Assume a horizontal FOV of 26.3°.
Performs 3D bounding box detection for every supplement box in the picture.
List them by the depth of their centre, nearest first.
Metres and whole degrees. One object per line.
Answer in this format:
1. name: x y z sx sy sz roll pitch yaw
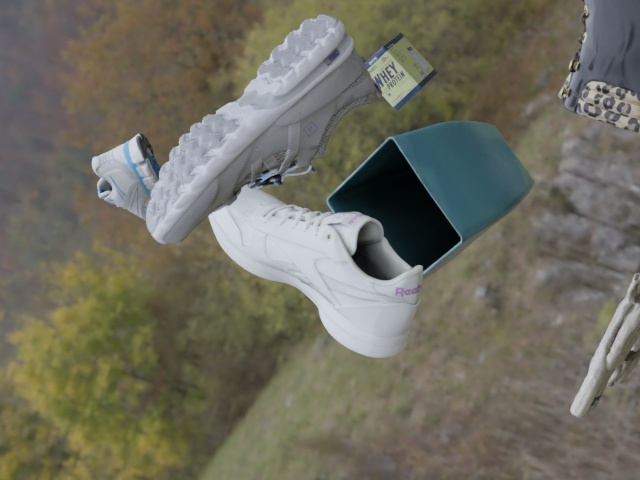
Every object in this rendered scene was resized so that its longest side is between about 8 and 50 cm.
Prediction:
1. supplement box: 0.115 -0.250 2.023 0.056 0.083 0.083 -42 2 32

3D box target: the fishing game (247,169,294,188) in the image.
1. fishing game: -0.107 -0.124 2.061 0.264 0.189 0.041 -48 -39 -34

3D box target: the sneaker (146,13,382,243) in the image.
1. sneaker: -0.053 -0.087 1.353 0.281 0.115 0.105 -43 28 5

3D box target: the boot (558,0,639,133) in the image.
1. boot: 0.397 -0.330 1.953 0.377 0.138 0.284 30 116 39

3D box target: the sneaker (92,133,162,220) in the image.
1. sneaker: -0.231 -0.062 1.698 0.191 0.083 0.071 68 -172 -56

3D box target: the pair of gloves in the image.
1. pair of gloves: 0.389 0.109 1.711 0.240 0.042 0.204 -19 -41 -59

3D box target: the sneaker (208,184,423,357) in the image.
1. sneaker: 0.000 0.000 1.606 0.114 0.305 0.152 -31 -31 -47

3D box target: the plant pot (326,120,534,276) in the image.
1. plant pot: 0.169 -0.061 1.866 0.234 0.165 0.166 -24 -13 -44
